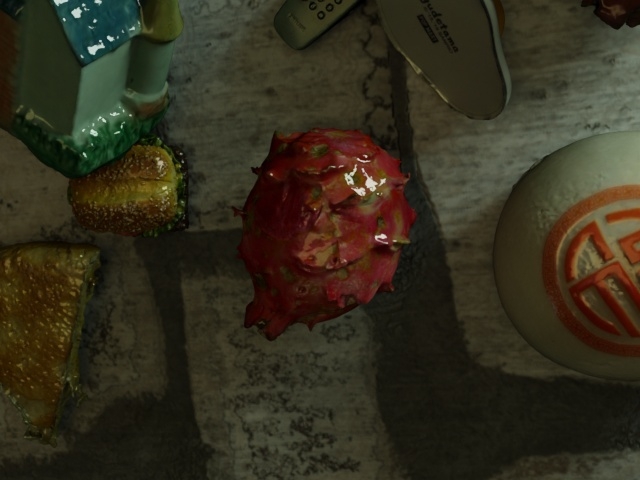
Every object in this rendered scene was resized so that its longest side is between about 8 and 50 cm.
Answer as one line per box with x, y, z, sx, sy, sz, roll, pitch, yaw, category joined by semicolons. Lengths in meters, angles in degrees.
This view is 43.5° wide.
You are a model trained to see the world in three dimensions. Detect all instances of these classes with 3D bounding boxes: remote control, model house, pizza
0.035;-0.318;0.956;0.222;0.042;0.072;-42;89;13;remote control
-0.282;-0.274;0.878;0.267;0.194;0.325;38;141;7;model house
-0.404;0.145;1.108;0.279;0.075;0.288;-3;99;17;pizza

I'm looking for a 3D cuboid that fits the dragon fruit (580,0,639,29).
0.348;-0.355;0.783;0.244;0.244;0.299;30;119;7;dragon fruit

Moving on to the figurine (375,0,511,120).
0.170;-0.278;0.916;0.141;0.166;0.250;-44;120;-24;figurine

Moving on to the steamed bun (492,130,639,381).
0.329;0.022;0.868;0.282;0.177;0.283;2;98;12;steamed bun

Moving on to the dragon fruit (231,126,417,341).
0.000;0.000;0.934;0.205;0.210;0.268;39;105;46;dragon fruit

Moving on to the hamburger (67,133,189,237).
-0.252;-0.070;1.032;0.165;0.087;0.137;0;98;12;hamburger
